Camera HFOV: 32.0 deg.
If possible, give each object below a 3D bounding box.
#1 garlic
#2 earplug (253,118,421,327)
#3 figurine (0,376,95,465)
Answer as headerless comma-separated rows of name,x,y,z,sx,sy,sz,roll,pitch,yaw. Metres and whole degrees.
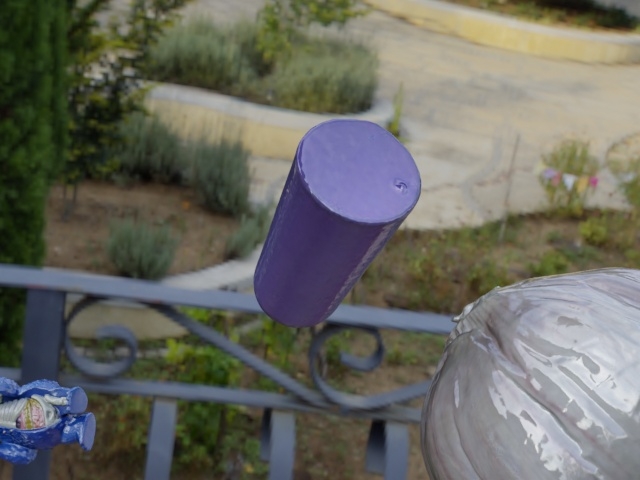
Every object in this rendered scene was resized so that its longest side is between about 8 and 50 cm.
garlic,0.224,0.161,1.059,0.259,0.317,0.317,52,32,6
earplug,0.000,0.000,1.973,0.215,0.456,0.215,10,55,-14
figurine,-0.526,0.308,1.963,0.262,0.164,0.120,8,17,3
